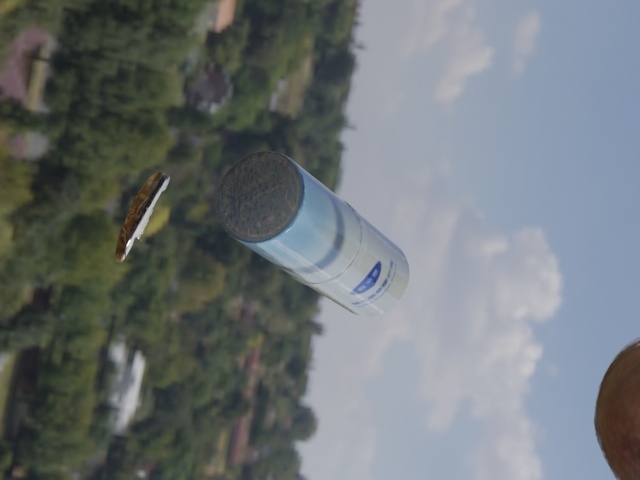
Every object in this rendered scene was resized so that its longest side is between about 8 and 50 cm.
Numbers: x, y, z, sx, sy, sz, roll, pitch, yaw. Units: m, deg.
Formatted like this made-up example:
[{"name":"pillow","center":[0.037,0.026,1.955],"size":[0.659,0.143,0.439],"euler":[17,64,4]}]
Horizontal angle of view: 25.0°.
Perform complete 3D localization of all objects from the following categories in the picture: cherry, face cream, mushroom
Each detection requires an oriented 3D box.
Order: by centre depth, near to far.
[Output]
[{"name":"face cream","center":[0.000,0.000,1.192],"size":[0.250,0.077,0.077],"euler":[35,63,-62]},{"name":"mushroom","center":[-0.181,-0.024,1.444],"size":[0.101,0.019,0.049],"euler":[-63,174,-10]},{"name":"cherry","center":[0.429,0.192,1.598],"size":[0.307,0.261,0.221],"euler":[-162,-119,-74]}]
